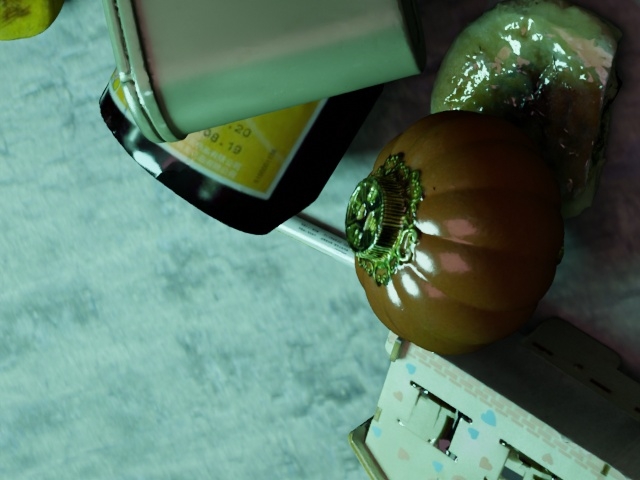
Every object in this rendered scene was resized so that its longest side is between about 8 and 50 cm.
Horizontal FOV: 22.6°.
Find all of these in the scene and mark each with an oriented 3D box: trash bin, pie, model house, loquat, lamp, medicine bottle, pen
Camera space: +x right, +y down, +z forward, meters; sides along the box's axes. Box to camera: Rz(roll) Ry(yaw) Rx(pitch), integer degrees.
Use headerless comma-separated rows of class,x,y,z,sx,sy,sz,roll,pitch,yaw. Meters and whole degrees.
trash bin,-0.054,-0.222,1.341,0.247,0.121,0.243,-11,90,12
pie,0.191,-0.125,1.510,0.185,0.052,0.218,16,115,29
model house,0.192,0.218,1.558,0.326,0.169,0.244,32,125,21
loquat,-0.330,-0.285,1.727,0.113,0.137,0.137,28,117,26
lamp,0.123,-0.007,1.443,0.223,0.197,0.223,-30,55,56
medicine bottle,-0.023,-0.222,1.515,0.242,0.242,0.395,39,106,16
pen,0.000,0.000,1.677,0.218,0.026,0.026,26,116,22
